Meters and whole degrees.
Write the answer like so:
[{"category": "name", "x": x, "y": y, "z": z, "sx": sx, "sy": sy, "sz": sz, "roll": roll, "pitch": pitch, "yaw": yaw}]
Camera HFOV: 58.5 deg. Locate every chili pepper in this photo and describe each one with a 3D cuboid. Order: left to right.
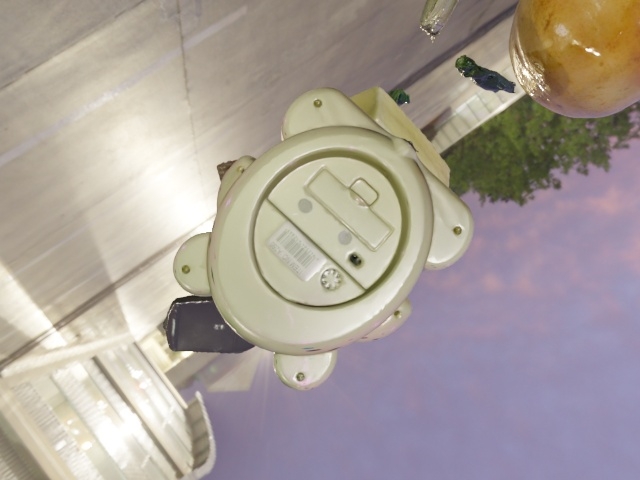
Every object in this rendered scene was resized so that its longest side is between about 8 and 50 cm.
[{"category": "chili pepper", "x": 0.181, "y": -0.358, "z": 1.542, "sx": 0.100, "sy": 0.074, "sz": 0.257, "roll": -23, "pitch": -162, "yaw": 32}, {"category": "chili pepper", "x": 0.518, "y": -0.506, "z": 1.788, "sx": 0.098, "sy": 0.224, "sz": 0.061, "roll": 16, "pitch": -96, "yaw": 62}]

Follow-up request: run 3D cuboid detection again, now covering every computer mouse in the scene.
[{"category": "computer mouse", "x": -0.272, "y": 0.210, "z": 1.526, "sx": 0.295, "sy": 0.168, "sz": 0.087, "roll": 2, "pitch": -158, "yaw": -22}]

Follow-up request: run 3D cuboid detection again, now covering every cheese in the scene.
[{"category": "cheese", "x": 0.104, "y": -0.167, "z": 1.206, "sx": 0.242, "sy": 0.265, "sz": 0.124, "roll": -18, "pitch": -134, "yaw": 39}]

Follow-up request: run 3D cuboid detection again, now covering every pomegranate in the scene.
[{"category": "pomegranate", "x": 0.604, "y": -0.472, "z": 1.238, "sx": 0.416, "sy": 0.417, "sz": 0.416, "roll": -36, "pitch": 180, "yaw": 0}]

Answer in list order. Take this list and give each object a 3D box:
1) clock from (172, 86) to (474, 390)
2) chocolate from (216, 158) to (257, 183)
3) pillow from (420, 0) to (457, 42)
[{"category": "clock", "x": 0.000, "y": 0.000, "z": 0.704, "sx": 0.309, "sy": 0.284, "sz": 0.114, "roll": -47, "pitch": 180, "yaw": -7}, {"category": "chocolate", "x": -0.189, "y": -0.073, "z": 1.619, "sx": 0.111, "sy": 0.321, "sz": 0.112, "roll": -16, "pitch": 177, "yaw": 23}, {"category": "pillow", "x": 0.231, "y": -0.460, "z": 1.016, "sx": 0.119, "sy": 0.053, "sz": 0.208, "roll": -48, "pitch": 161, "yaw": -68}]
